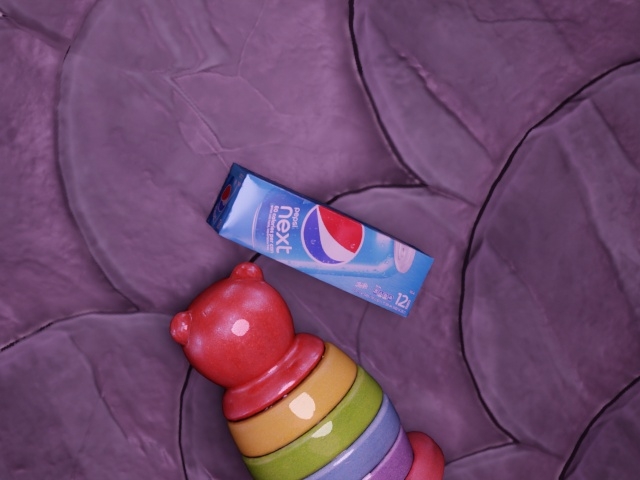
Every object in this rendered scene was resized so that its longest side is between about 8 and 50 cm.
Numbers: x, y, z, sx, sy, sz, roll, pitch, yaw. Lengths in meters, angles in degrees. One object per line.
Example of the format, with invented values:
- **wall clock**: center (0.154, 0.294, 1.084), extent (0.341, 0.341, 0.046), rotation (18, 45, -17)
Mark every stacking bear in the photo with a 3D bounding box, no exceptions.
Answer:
- **stacking bear**: center (-0.025, 0.158, 1.541), extent (0.175, 0.164, 0.289), rotation (-39, 103, -5)

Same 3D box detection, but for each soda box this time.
- **soda box**: center (0.000, 0.000, 1.555), extent (0.210, 0.071, 0.067), rotation (24, 94, -18)
